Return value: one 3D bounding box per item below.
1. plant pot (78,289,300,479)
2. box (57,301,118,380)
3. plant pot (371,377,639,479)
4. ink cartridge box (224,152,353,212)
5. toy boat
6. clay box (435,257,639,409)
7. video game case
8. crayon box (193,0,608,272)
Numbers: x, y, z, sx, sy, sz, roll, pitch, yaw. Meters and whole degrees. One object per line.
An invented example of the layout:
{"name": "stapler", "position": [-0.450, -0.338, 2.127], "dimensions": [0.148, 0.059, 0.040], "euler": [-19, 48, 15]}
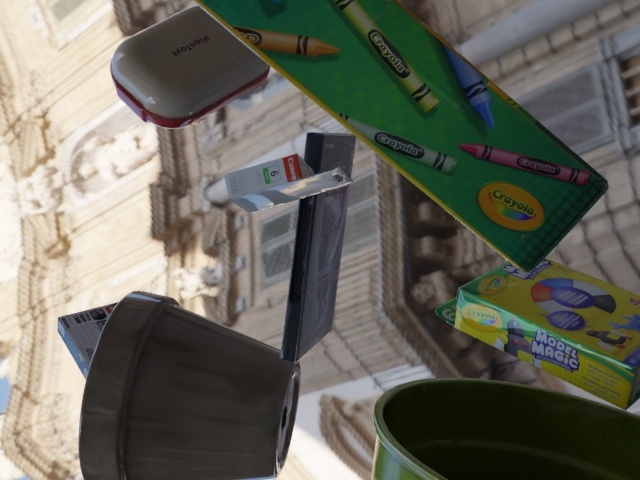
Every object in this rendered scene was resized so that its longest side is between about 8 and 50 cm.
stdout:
{"name": "plant pot", "position": [-0.186, 0.256, 1.428], "dimensions": [0.323, 0.281, 0.323], "euler": [8, -90, -82]}
{"name": "box", "position": [-0.350, 0.191, 1.529], "dimensions": [0.114, 0.036, 0.207], "euler": [-13, -137, -33]}
{"name": "plant pot", "position": [0.198, 0.363, 0.882], "dimensions": [0.367, 0.367, 0.352], "euler": [-2, -74, -51]}
{"name": "ink cartridge box", "position": [-0.031, -0.061, 0.903], "dimensions": [0.063, 0.115, 0.029], "euler": [38, -143, -72]}
{"name": "toy boat", "position": [-0.179, -0.223, 1.278], "dimensions": [0.231, 0.151, 0.151], "euler": [-36, -109, -31]}
{"name": "clay box", "position": [0.236, 0.075, 0.904], "dimensions": [0.127, 0.222, 0.053], "euler": [-23, -53, -41]}
{"name": "video game case", "position": [0.000, 0.000, 1.160], "dimensions": [0.196, 0.026, 0.274], "euler": [-25, -58, -75]}
{"name": "crayon box", "position": [0.052, -0.106, 0.632], "dimensions": [0.278, 0.081, 0.165], "euler": [39, -170, -4]}
